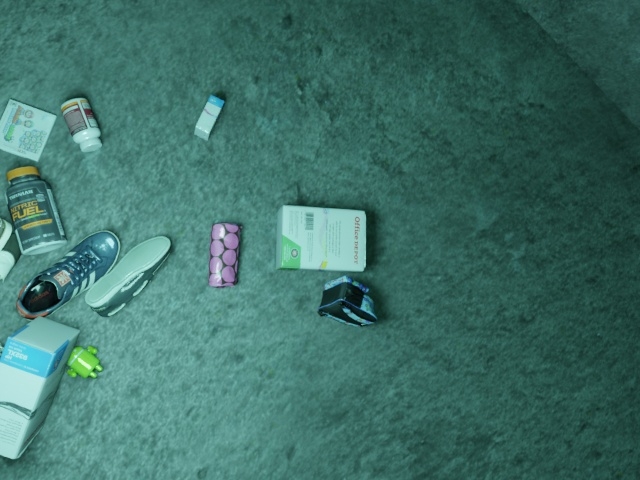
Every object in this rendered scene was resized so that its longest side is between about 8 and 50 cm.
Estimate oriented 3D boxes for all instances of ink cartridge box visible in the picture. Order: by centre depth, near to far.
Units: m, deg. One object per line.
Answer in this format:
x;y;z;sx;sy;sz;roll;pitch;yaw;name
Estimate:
-0.793;0.389;1.635;0.129;0.223;0.308;22;95;-8;ink cartridge box
-0.362;-0.397;1.963;0.052;0.088;0.123;24;77;-10;ink cartridge box
0.000;0.000;1.983;0.278;0.117;0.202;3;82;-13;ink cartridge box

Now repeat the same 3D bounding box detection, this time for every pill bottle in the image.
-0.844;-0.090;1.778;0.130;0.130;0.246;-18;86;-16;pill bottle
-0.734;-0.354;1.866;0.086;0.086;0.152;-22;88;-16;pill bottle

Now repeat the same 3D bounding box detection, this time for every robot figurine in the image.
-0.700;0.360;1.783;0.115;0.067;0.101;39;66;-5;robot figurine

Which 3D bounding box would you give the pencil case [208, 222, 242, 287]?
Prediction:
-0.302;0.048;1.919;0.098;0.095;0.209;10;81;-37;pencil case

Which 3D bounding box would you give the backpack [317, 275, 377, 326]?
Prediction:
0.102;0.208;1.965;0.173;0.158;0.117;28;58;-22;backpack

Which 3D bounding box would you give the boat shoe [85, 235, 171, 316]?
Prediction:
-0.571;0.108;1.842;0.302;0.091;0.114;-39;49;-15;boat shoe

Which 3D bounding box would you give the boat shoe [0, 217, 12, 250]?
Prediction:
-0.972;0.064;1.652;0.116;0.097;0.324;7;62;25;boat shoe

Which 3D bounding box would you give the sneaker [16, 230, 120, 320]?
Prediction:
-0.733;0.102;1.769;0.131;0.148;0.350;44;74;-5;sneaker

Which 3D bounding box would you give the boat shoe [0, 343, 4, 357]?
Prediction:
-0.945;0.306;1.719;0.079;0.095;0.255;-28;80;-5;boat shoe

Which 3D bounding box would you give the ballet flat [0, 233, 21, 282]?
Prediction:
-0.958;0.102;1.737;0.280;0.096;0.095;-49;131;-12;ballet flat

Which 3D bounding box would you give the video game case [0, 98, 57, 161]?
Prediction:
-0.909;-0.337;1.854;0.143;0.019;0.157;19;78;-11;video game case
